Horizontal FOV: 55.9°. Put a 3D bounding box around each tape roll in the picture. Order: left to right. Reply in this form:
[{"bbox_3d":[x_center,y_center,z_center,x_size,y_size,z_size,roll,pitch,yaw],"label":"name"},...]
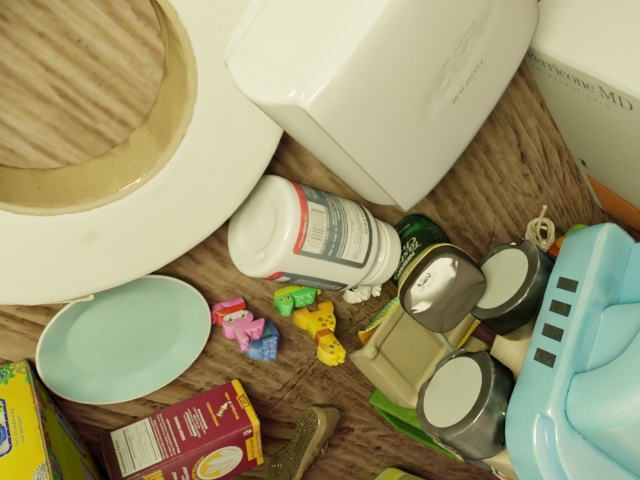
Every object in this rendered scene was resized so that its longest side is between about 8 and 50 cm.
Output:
[{"bbox_3d":[-0.202,-0.120,0.450,0.392,0.072,0.391,-19,134,-21],"label":"tape roll"}]

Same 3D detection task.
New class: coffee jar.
[{"bbox_3d":[0.127,0.035,0.722,0.079,0.184,0.096,35,100,-14],"label":"coffee jar"}]

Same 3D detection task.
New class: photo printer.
[{"bbox_3d":[0.081,-0.165,0.528,0.256,0.107,0.307,-55,153,2],"label":"photo printer"}]

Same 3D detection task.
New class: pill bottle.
[{"bbox_3d":[0.000,0.000,0.665,0.180,0.108,0.107,15,115,-42],"label":"pill bottle"}]

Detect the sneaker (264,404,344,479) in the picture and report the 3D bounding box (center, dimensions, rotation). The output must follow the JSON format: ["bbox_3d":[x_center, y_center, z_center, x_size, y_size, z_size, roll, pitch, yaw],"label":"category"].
[{"bbox_3d":[-0.021,0.343,0.967,0.071,0.066,0.188,10,119,-41],"label":"sneaker"}]

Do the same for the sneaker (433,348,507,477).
[{"bbox_3d":[0.273,0.206,0.874,0.321,0.128,0.126,-26,116,-49],"label":"sneaker"}]

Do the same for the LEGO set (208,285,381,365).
[{"bbox_3d":[-0.018,0.110,0.755,0.227,0.093,0.086,-16,133,-24],"label":"LEGO set"}]

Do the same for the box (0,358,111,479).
[{"bbox_3d":[-0.373,0.324,0.624,0.279,0.177,0.289,-23,135,-18],"label":"box"}]

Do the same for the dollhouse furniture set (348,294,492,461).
[{"bbox_3d":[0.148,0.167,0.942,0.197,0.151,0.301,-51,122,-18],"label":"dollhouse furniture set"}]

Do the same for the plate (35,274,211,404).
[{"bbox_3d":[-0.213,0.107,0.668,0.188,0.024,0.188,-18,133,-21],"label":"plate"}]

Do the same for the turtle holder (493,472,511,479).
[{"bbox_3d":[0.430,0.316,1.137,0.320,0.243,0.227,-38,121,12],"label":"turtle holder"}]

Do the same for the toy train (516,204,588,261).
[{"bbox_3d":[0.382,0.015,0.957,0.143,0.105,0.247,-30,137,-26],"label":"toy train"}]

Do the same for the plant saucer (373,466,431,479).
[{"bbox_3d":[0.136,0.543,1.260,0.188,0.045,0.188,-45,137,5],"label":"plant saucer"}]

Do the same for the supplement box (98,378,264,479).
[{"bbox_3d":[-0.177,0.273,0.790,0.188,0.080,0.104,-19,134,-21],"label":"supplement box"}]

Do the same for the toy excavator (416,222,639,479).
[{"bbox_3d":[0.367,0.072,0.568,0.222,0.445,0.432,37,65,-21],"label":"toy excavator"}]

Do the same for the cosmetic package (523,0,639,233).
[{"bbox_3d":[0.444,-0.139,0.769,0.161,0.230,0.453,-46,136,7],"label":"cosmetic package"}]
